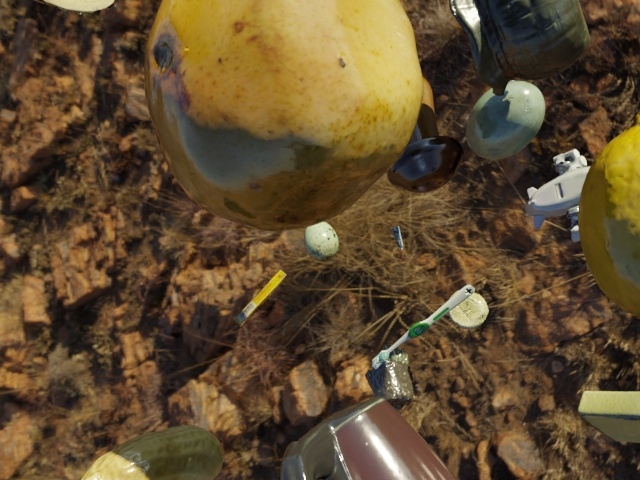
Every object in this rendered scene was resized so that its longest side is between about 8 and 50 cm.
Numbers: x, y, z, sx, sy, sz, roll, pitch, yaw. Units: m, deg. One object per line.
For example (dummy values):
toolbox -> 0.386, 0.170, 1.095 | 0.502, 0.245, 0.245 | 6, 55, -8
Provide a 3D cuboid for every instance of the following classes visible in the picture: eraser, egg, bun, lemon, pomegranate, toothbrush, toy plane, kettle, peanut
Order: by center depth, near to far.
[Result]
kettle -> 0.063, 0.279, 0.555 | 0.144, 0.202, 0.232 | -48, 68, 33
lemon -> 0.452, -0.027, 0.731 | 0.236, 0.236, 0.263 | 27, 118, 31
pomegranate -> -0.040, -0.220, 0.809 | 0.417, 0.417, 0.416 | -2, 87, 33
eraser -> 0.554, 0.306, 0.990 | 0.172, 0.117, 0.058 | -26, 33, 59
peanut -> -0.322, 0.445, 1.106 | 0.147, 0.306, 0.146 | -5, 81, 35
toothbrush -> 0.229, 0.197, 1.303 | 0.304, 0.030, 0.030 | -43, 66, 19
egg -> 0.000, 0.000, 1.416 | 0.085, 0.085, 0.110 | -35, 67, 27
egg -> 0.466, -0.303, 1.450 | 0.169, 0.169, 0.236 | 61, 150, 20
toy plane -> 0.661, -0.119, 1.535 | 0.252, 0.118, 0.252 | -21, 64, 52
bun -> 0.422, 0.196, 1.639 | 0.115, 0.069, 0.115 | -2, 86, 27

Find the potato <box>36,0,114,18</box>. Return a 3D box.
potato -> -0.326, -0.337, 0.654 | 0.081, 0.200, 0.164 | 4, 97, 28

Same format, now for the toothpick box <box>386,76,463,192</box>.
toothpick box -> 0.234, -0.262, 1.421 | 0.192, 0.192, 0.294 | -28, 63, 29

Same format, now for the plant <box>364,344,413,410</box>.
plant -> 0.222, 0.437, 1.826 | 0.132, 0.129, 0.194 | -45, 36, 37

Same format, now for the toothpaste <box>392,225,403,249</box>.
toothpaste -> 0.258, -0.008, 1.891 | 0.027, 0.019, 0.083 | -7, 111, 29

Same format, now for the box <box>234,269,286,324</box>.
box -> -0.140, 0.136, 1.336 | 0.023, 0.087, 0.155 | 42, 76, 6

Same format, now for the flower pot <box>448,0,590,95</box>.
flower pot -> 0.399, -0.464, 1.153 | 0.213, 0.302, 0.301 | -19, 77, 28
